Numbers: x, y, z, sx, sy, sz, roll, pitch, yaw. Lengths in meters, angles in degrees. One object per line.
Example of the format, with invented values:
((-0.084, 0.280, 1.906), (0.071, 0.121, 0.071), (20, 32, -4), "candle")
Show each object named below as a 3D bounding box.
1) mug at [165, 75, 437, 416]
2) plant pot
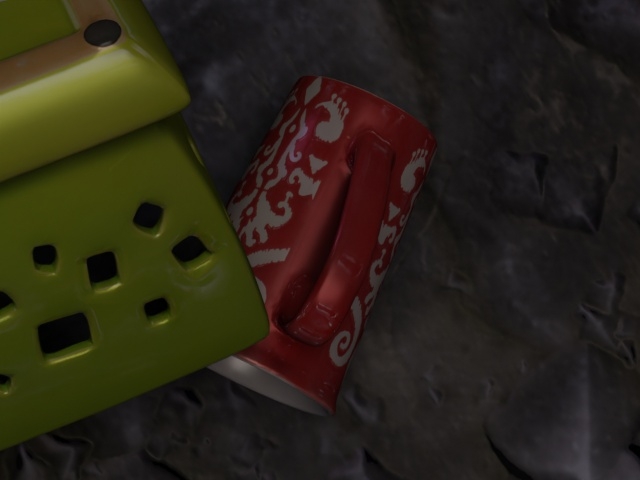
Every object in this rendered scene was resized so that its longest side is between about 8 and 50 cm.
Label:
((0.004, 0.004, 1.105), (0.113, 0.150, 0.169), (37, 74, -42), "mug")
((-0.176, -0.047, 0.994), (0.227, 0.207, 0.228), (-21, 50, -10), "plant pot")
